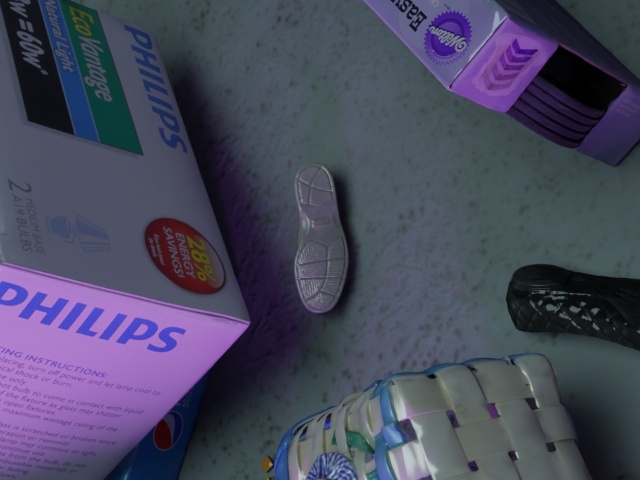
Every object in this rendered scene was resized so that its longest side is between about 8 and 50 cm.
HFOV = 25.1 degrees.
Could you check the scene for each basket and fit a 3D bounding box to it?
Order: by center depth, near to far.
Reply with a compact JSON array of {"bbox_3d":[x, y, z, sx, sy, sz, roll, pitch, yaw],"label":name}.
[{"bbox_3d":[0.068,0.212,1.000,0.289,0.201,0.255,120,135,-55],"label":"basket"}]

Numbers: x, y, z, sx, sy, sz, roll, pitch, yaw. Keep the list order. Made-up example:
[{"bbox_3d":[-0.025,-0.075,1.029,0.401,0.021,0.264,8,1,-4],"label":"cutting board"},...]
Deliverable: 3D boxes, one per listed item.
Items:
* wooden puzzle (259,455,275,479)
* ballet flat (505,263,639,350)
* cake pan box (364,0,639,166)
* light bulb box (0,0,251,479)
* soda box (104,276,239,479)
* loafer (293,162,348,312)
[{"bbox_3d":[-0.040,0.218,1.178,0.049,0.006,0.083,-24,66,29],"label":"wooden puzzle"},{"bbox_3d":[0.211,0.056,1.022,0.173,0.057,0.049,16,129,38],"label":"ballet flat"},{"bbox_3d":[0.103,-0.173,1.022,0.070,0.246,0.267,-52,57,19],"label":"cake pan box"},{"bbox_3d":[-0.286,0.026,1.197,0.361,0.225,0.358,-47,45,28],"label":"light bulb box"},{"bbox_3d":[-0.145,0.118,1.238,0.071,0.067,0.210,17,88,37],"label":"soda box"},{"bbox_3d":[0.000,0.000,1.187,0.045,0.039,0.125,-3,78,1],"label":"loafer"}]
